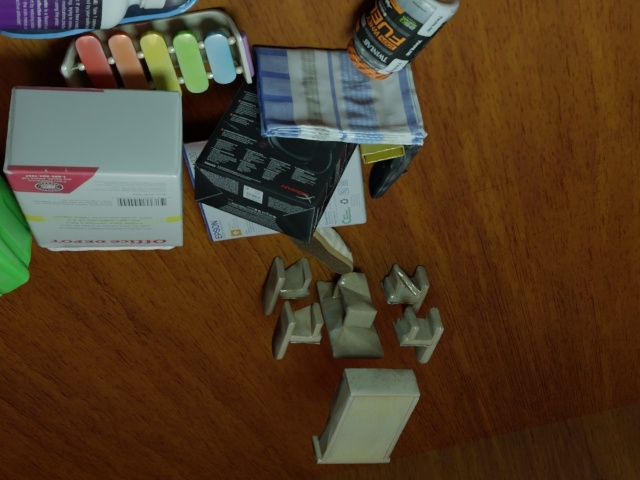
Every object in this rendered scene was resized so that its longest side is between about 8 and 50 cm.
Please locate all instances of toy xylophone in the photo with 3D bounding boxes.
[{"bbox_3d":[-0.281,-0.321,1.780,0.323,0.081,0.236,-14,144,8],"label":"toy xylophone"}]

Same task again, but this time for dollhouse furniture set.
[{"bbox_3d":[0.070,0.265,2.397,0.362,0.394,0.256,3,134,-18],"label":"dollhouse furniture set"}]

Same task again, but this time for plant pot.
[{"bbox_3d":[0.112,-0.200,2.024,0.081,0.083,0.081,-12,171,5],"label":"plant pot"}]

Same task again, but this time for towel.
[{"bbox_3d":[0.032,-0.253,1.831,0.285,0.209,0.034,1,146,-12],"label":"towel"}]

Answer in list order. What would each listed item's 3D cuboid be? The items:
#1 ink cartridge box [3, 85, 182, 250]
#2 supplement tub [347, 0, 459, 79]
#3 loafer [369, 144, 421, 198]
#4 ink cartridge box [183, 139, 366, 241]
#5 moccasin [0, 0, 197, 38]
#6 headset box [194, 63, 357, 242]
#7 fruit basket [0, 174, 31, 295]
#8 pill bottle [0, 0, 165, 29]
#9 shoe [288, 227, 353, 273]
[{"bbox_3d":[-0.383,-0.116,1.885,0.279,0.160,0.384,0,161,-7],"label":"ink cartridge box"},{"bbox_3d":[0.133,-0.362,1.780,0.117,0.117,0.190,15,138,-29],"label":"supplement tub"},{"bbox_3d":[0.147,-0.142,2.144,0.061,0.062,0.170,3,145,-24],"label":"loafer"},{"bbox_3d":[-0.083,-0.132,2.102,0.330,0.071,0.324,-6,145,2],"label":"ink cartridge box"},{"bbox_3d":[-0.344,-0.394,1.620,0.342,0.137,0.117,-9,126,11],"label":"moccasin"},{"bbox_3d":[-0.060,-0.168,1.850,0.218,0.293,0.110,20,146,7],"label":"headset box"},{"bbox_3d":[-0.743,-0.029,1.890,0.392,0.283,0.392,-6,134,-6],"label":"fruit basket"},{"bbox_3d":[-0.375,-0.375,1.435,0.323,0.181,0.181,-3,145,-16],"label":"pill bottle"},{"bbox_3d":[0.000,0.000,2.322,0.076,0.058,0.219,-8,146,35],"label":"shoe"}]
